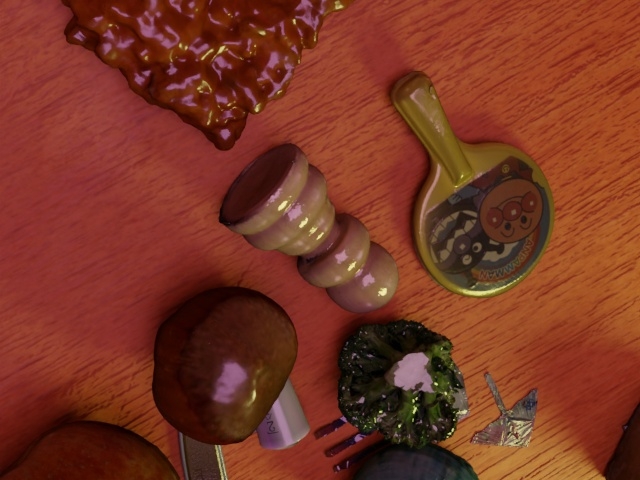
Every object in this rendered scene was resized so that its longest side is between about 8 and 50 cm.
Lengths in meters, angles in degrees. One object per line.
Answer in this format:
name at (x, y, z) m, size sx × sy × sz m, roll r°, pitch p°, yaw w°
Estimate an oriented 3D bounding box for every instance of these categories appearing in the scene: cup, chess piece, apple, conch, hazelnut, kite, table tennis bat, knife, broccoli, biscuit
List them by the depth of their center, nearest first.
biscuit at (-0.145, -0.314, 1.176) m, size 0.318 × 0.110 × 0.312 m, roll 35°, pitch 93°, yaw -20°
apple at (-0.325, 0.366, 1.208) m, size 0.309 × 0.277 × 0.250 m, roll -23°, pitch 96°, yaw -35°
hazelnut at (-0.136, 0.151, 1.230) m, size 0.210 × 0.186 × 0.210 m, roll -2°, pitch 72°, yaw 5°
chess piece at (0.000, 0.000, 1.289) m, size 0.143 × 0.143 × 0.261 m, roll -48°, pitch 117°, yaw 0°
broccoli at (0.112, 0.198, 1.337) m, size 0.195 × 0.156 × 0.196 m, roll 1°, pitch 85°, yaw -9°
cup at (-0.079, 0.236, 1.351) m, size 0.104 × 0.074 × 0.116 m, roll -14°, pitch 104°, yaw 18°
table tennis bat at (0.209, -0.079, 1.358) m, size 0.224 × 0.054 × 0.369 m, roll -34°, pitch 113°, yaw -6°
knife at (-0.161, 0.362, 1.374) m, size 0.061 × 0.027 × 0.343 m, roll -11°, pitch 105°, yaw -8°
conch at (0.154, 0.369, 1.407) m, size 0.202 × 0.196 × 0.134 m, roll 23°, pitch 72°, yaw -37°
kite at (0.111, 0.261, 1.431) m, size 0.245 × 0.015 × 0.141 m, roll -29°, pitch 106°, yaw -8°
kite at (0.286, 0.272, 1.486) m, size 0.137 × 0.005 × 0.153 m, roll -39°, pitch 109°, yaw -4°

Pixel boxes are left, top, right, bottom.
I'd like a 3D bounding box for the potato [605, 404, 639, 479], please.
potato at (0.595, 0.383, 1.467) m, size 0.211 × 0.264 × 0.189 m, roll 27°, pitch 104°, yaw -14°
